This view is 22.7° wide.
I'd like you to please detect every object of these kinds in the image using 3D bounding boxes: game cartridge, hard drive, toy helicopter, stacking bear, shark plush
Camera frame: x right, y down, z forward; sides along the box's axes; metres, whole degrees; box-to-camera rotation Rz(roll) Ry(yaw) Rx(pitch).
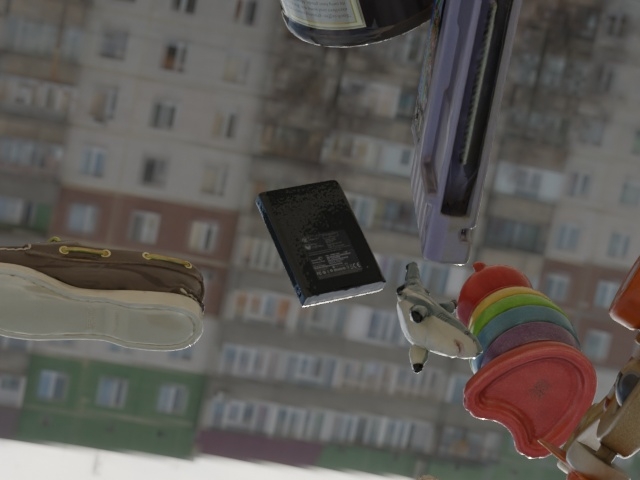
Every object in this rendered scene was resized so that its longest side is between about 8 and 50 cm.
[{"bbox_3d":[0.140,-0.182,1.547,0.068,0.355,0.230,6,-158,-8],"label":"game cartridge"},{"bbox_3d":[0.000,0.000,1.659,0.094,0.022,0.135,-11,-120,-24],"label":"hard drive"},{"bbox_3d":[0.290,0.172,1.528,0.140,0.235,0.355,30,157,5],"label":"toy helicopter"},{"bbox_3d":[0.270,0.136,2.235,0.175,0.164,0.289,39,-164,-27],"label":"stacking bear"},{"bbox_3d":[0.114,0.079,1.647,0.067,0.073,0.161,-9,-159,-8],"label":"shark plush"}]

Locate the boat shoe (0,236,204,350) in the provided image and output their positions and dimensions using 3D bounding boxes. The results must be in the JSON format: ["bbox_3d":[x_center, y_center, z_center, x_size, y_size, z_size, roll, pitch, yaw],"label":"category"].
[{"bbox_3d":[-0.297,0.052,1.888,0.324,0.116,0.096,8,-134,-8],"label":"boat shoe"}]

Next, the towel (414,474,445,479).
[{"bbox_3d":[0.114,0.348,1.491,0.187,0.049,0.282,16,-130,24],"label":"towel"}]

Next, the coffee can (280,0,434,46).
[{"bbox_3d":[0.020,-0.369,1.655,0.201,0.275,0.201,-12,-140,10],"label":"coffee can"}]
